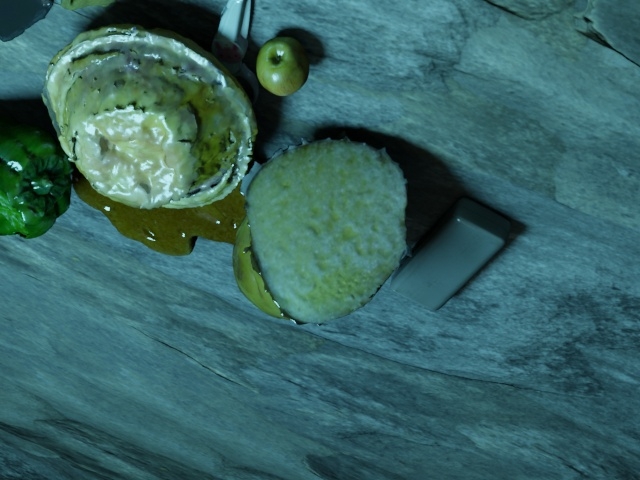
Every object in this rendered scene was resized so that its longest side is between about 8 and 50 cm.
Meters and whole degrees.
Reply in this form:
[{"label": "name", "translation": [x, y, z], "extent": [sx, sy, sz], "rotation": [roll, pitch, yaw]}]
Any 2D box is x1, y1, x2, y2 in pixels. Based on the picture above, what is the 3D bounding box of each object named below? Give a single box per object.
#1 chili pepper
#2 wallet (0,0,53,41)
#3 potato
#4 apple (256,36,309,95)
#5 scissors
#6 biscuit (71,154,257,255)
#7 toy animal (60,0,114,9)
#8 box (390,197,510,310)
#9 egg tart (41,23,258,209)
[{"label": "chili pepper", "translation": [-0.553, -0.118, 2.257], "extent": [0.385, 0.167, 0.213], "rotation": [7, 133, 42]}, {"label": "wallet", "translation": [-0.539, -0.409, 2.012], "extent": [0.146, 0.030, 0.285], "rotation": [-22, 132, 41]}, {"label": "potato", "translation": [0.000, 0.000, 2.153], "extent": [0.288, 0.301, 0.237], "rotation": [-8, 169, 0]}, {"label": "apple", "translation": [-0.056, -0.255, 1.975], "extent": [0.084, 0.084, 0.071], "rotation": [2, 163, 19]}, {"label": "scissors", "translation": [-0.134, -0.286, 2.011], "extent": [0.118, 0.030, 0.242], "rotation": [19, 144, -2]}, {"label": "biscuit", "translation": [-0.247, -0.109, 2.235], "extent": [0.381, 0.074, 0.359], "rotation": [30, 140, -16]}, {"label": "toy animal", "translation": [-0.308, -0.406, 1.905], "extent": [0.101, 0.103, 0.219], "rotation": [5, 142, -14]}, {"label": "box", "translation": [0.210, 0.026, 2.227], "extent": [0.103, 0.055, 0.244], "rotation": [27, 140, -10]}, {"label": "egg tart", "translation": [-0.267, -0.161, 2.040], "extent": [0.352, 0.150, 0.352], "rotation": [8, 136, 8]}]
